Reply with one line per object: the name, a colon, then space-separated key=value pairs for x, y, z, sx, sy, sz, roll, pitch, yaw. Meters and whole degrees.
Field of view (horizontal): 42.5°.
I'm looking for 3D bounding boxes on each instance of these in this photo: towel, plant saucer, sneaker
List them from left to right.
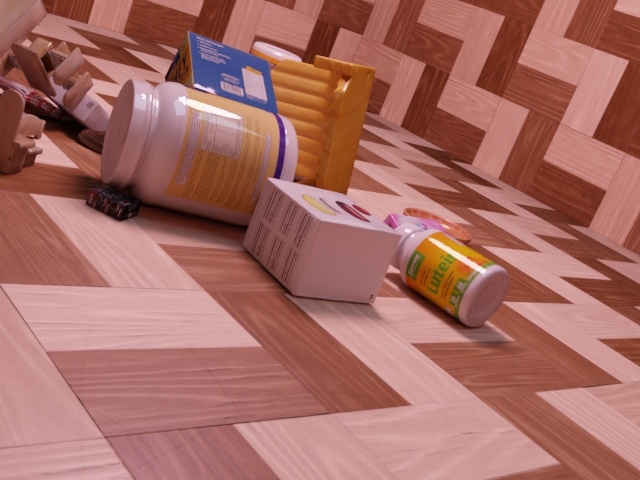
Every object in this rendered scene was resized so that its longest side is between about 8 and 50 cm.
towel: x=-0.668 y=-0.323 z=1.843 sx=0.144 sy=0.029 sz=0.197 roll=26 pitch=-5 yaw=9
sneaker: x=-0.436 y=-0.217 z=1.806 sx=0.188 sy=0.071 sz=0.066 roll=23 pitch=16 yaw=3
plant saucer: x=0.315 y=-0.033 z=2.241 sx=0.200 sy=0.037 sz=0.200 roll=20 pitch=15 yaw=-6

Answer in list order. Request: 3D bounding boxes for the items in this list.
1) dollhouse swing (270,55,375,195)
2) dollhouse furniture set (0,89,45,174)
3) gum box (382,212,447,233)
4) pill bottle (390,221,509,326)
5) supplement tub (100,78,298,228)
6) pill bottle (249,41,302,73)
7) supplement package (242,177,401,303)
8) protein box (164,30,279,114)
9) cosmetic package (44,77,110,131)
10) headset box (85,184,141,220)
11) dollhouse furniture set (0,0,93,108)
dollhouse swing: x=-0.058 y=-0.302 z=2.090 sx=0.305 sy=0.346 sz=0.315 roll=17 pitch=13 yaw=15
dollhouse furniture set: x=-0.618 y=-0.286 z=1.614 sx=0.303 sy=0.173 sz=0.355 roll=24 pitch=17 yaw=6
gum box: x=0.223 y=0.003 z=1.906 sx=0.188 sy=0.062 sz=0.107 roll=7 pitch=43 yaw=-43
pill bottle: x=0.249 y=0.060 z=1.683 sx=0.136 sy=0.136 sz=0.246 roll=3 pitch=24 yaw=-48
supplement tub: x=-0.237 y=-0.169 z=1.606 sx=0.331 sy=0.241 sz=0.241 roll=14 pitch=18 yaw=-27
pill bottle: x=-0.175 y=-0.454 z=2.526 sx=0.162 sy=0.278 sz=0.162 roll=20 pitch=17 yaw=-6
supplement package: x=0.000 y=0.000 z=1.534 sx=0.194 sy=0.149 sz=0.203 roll=9 pitch=20 yaw=-37
protein box: x=-0.217 y=-0.315 z=1.784 sx=0.200 sy=0.136 sz=0.201 roll=15 pitch=42 yaw=-28
cosmetic package: x=-0.563 y=-0.312 z=1.911 sx=0.239 sy=0.060 sz=0.099 roll=35 pitch=-8 yaw=38
headset box: x=-0.377 y=-0.070 z=1.484 sx=0.083 sy=0.032 sz=0.062 roll=27 pitch=17 yaw=12
dollhouse furniture set: x=-0.644 y=-0.387 z=1.751 sx=0.212 sy=0.161 sz=0.242 roll=24 pitch=-27 yaw=17
